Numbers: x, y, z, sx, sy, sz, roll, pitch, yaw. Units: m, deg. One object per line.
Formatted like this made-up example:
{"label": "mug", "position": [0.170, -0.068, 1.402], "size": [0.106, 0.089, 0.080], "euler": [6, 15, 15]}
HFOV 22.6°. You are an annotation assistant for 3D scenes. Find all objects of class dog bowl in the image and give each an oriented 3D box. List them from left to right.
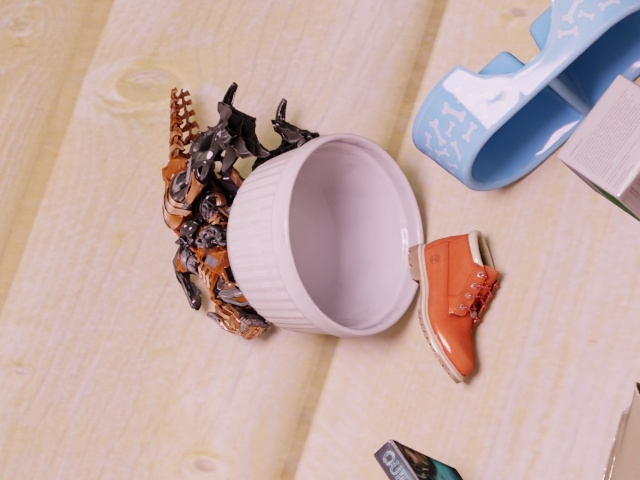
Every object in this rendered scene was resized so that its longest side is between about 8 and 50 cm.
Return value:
{"label": "dog bowl", "position": [0.227, -0.163, 1.571], "size": [0.297, 0.166, 0.074], "euler": [-43, 63, 12]}

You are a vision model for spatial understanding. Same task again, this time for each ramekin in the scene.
{"label": "ramekin", "position": [0.000, 0.000, 1.633], "size": [0.109, 0.207, 0.207], "euler": [-9, 65, 44]}

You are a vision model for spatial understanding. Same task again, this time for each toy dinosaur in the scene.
{"label": "toy dinosaur", "position": [-0.114, -0.050, 1.775], "size": [0.322, 0.164, 0.218], "euler": [52, 121, 17]}

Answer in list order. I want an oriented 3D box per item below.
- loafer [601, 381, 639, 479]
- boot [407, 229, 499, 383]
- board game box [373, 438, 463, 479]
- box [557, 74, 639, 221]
{"label": "loafer", "position": [0.307, 0.168, 1.405], "size": [0.102, 0.092, 0.268], "euler": [20, 82, 40]}
{"label": "boot", "position": [0.142, 0.063, 1.595], "size": [0.084, 0.059, 0.158], "euler": [-20, 61, 19]}
{"label": "board game box", "position": [0.132, 0.270, 1.463], "size": [0.026, 0.126, 0.186], "euler": [-44, 52, 11]}
{"label": "box", "position": [0.301, -0.081, 1.513], "size": [0.102, 0.101, 0.087], "euler": [-52, 50, 5]}
